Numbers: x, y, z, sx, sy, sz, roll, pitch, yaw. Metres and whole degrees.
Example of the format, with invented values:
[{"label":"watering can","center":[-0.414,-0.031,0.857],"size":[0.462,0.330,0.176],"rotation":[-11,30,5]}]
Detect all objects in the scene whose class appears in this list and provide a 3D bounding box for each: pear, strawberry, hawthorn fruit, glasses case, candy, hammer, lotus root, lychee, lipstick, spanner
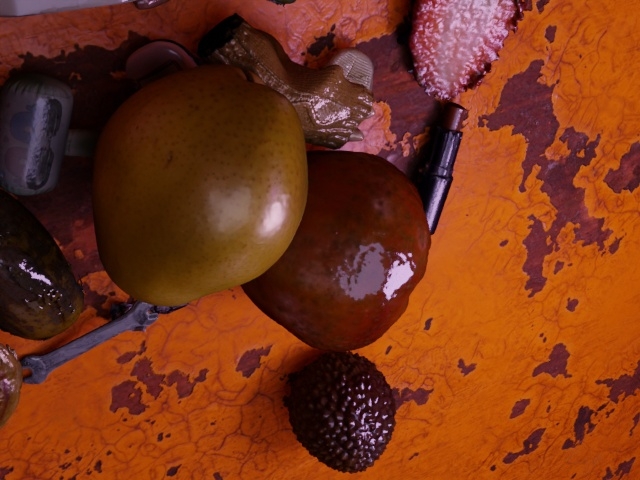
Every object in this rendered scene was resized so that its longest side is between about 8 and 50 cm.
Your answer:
[{"label":"pear","center":[-0.200,-0.088,1.518],"size":[0.362,0.362,0.418],"rotation":[25,108,-38]},{"label":"strawberry","center":[0.264,-0.440,1.863],"size":[0.233,0.138,0.306],"rotation":[12,137,-15]},{"label":"hawthorn fruit","center":[0.000,0.000,1.786],"size":[0.403,0.403,0.403],"rotation":[-14,122,-24]},{"label":"glasses case","center":[-0.223,-0.241,1.676],"size":[0.122,0.075,0.314],"rotation":[-23,134,23]},{"label":"candy","center":[-0.313,0.116,1.861],"size":[0.226,0.051,0.094],"rotation":[-24,123,-17]},{"label":"hammer","center":[-0.399,-0.175,1.617],"size":[0.335,0.119,0.206],"rotation":[1,116,-39]},{"label":"lotus root","center":[-0.550,0.029,1.580],"size":[0.196,0.179,0.397],"rotation":[-11,138,22]},{"label":"lychee","center":[0.057,0.396,2.111],"size":[0.267,0.267,0.267],"rotation":[-14,122,-24]},{"label":"lipstick","center":[0.257,-0.156,2.028],"size":[0.081,0.081,0.300],"rotation":[5,109,-33]},{"label":"spanner","center":[-0.453,0.199,1.808],"size":[0.302,0.017,0.071],"rotation":[-27,119,-2]}]

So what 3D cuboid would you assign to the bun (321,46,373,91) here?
[{"label":"bun","center":[0.051,-0.321,1.819],"size":[0.115,0.069,0.115],"rotation":[-3,98,-21]}]

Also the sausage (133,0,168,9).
[{"label":"sausage","center":[-0.236,-0.440,1.593],"size":[0.186,0.043,0.043],"rotation":[-23,126,-14]}]

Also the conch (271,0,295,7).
[{"label":"conch","center":[-0.090,-0.473,1.652],"size":[0.170,0.079,0.106],"rotation":[2,110,-15]}]

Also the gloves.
[{"label":"gloves","center":[-0.063,-0.275,1.688],"size":[0.356,0.203,0.155],"rotation":[26,92,-22]}]

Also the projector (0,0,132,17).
[{"label":"projector","center":[-0.404,-0.481,1.341],"size":[0.248,0.248,0.249],"rotation":[-13,122,-24]}]

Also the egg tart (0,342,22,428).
[{"label":"egg tart","center":[-0.694,0.269,1.680],"size":[0.295,0.116,0.295],"rotation":[-14,120,-25]}]
